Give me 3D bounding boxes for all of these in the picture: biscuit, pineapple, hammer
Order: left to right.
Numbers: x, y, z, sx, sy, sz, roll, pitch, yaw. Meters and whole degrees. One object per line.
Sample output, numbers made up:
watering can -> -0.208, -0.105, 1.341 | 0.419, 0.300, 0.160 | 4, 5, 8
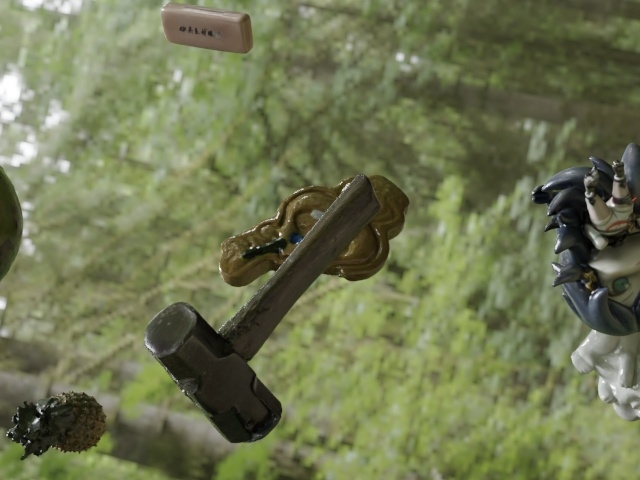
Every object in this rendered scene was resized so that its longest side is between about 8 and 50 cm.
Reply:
pineapple -> -0.459, 0.319, 2.647 | 0.251, 0.125, 0.125 | 18, -95, -76
hammer -> -0.056, 0.074, 2.198 | 0.409, 0.095, 0.242 | -50, -49, -12
biscuit -> -0.006, -0.007, 2.349 | 0.047, 0.319, 0.183 | 91, 161, -50

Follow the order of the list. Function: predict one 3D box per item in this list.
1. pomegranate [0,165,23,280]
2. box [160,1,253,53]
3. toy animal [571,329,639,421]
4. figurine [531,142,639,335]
pomegranate -> -0.551, -0.065, 2.025 | 0.285, 0.285, 0.341 | 29, -136, -77
box -> -0.132, -0.244, 1.778 | 0.025, 0.115, 0.048 | -45, -40, -47
toy animal -> 0.518, 0.194, 2.522 | 0.178, 0.193, 0.127 | -55, -4, -37
figurine -> 0.383, 0.000, 2.056 | 0.197, 0.175, 0.265 | -83, -19, -72
